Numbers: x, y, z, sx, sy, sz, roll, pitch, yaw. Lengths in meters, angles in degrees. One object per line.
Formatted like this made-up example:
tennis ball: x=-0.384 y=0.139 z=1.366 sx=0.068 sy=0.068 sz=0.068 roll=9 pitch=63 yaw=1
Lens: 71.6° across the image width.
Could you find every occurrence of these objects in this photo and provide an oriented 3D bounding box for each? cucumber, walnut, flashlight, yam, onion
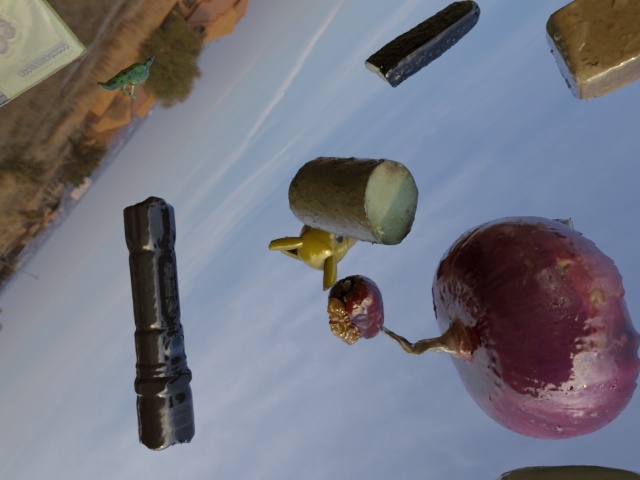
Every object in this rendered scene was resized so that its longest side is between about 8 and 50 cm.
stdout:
cucumber: x=0.196 y=-0.363 z=0.811 sx=0.241 sy=0.075 sz=0.074 roll=-35 pitch=-154 yaw=-4
walnut: x=0.133 y=0.270 z=1.669 sx=0.221 sy=0.269 sz=0.244 roll=-1 pitch=-138 yaw=40
flashlight: x=-0.278 y=0.138 z=0.768 sx=0.103 sy=0.103 sz=0.425 roll=-3 pitch=-90 yaw=56
yam: x=0.061 y=-0.084 z=0.868 sx=0.161 sy=0.161 sz=0.268 roll=-56 pitch=-148 yaw=-10
onion: x=0.314 y=0.149 z=0.743 sx=0.344 sy=0.358 sz=0.358 roll=-29 pitch=-148 yaw=14

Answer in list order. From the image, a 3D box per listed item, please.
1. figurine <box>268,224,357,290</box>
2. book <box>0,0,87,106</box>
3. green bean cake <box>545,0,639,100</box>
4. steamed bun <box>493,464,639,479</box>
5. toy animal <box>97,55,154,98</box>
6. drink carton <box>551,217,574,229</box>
figurine: x=0.002 y=-0.002 z=1.330 sx=0.169 sy=0.218 sz=0.326 roll=-64 pitch=171 yaw=20
book: x=-0.644 y=-0.438 z=0.794 sx=0.239 sy=0.352 sz=0.035 roll=-28 pitch=-138 yaw=6
green bean cake: x=0.383 y=-0.260 z=0.536 sx=0.179 sy=0.085 sz=0.109 roll=-26 pitch=-109 yaw=26
steamed bun: x=0.285 y=0.291 z=0.404 sx=0.238 sy=0.152 sz=0.170 roll=-10 pitch=-100 yaw=39
toy animal: x=-0.416 y=-0.336 z=0.949 sx=0.075 sy=0.041 sz=0.217 roll=-54 pitch=-170 yaw=37
drink carton: x=0.562 y=0.094 z=1.096 sx=0.131 sy=0.194 sz=0.324 roll=-3 pitch=-156 yaw=30
